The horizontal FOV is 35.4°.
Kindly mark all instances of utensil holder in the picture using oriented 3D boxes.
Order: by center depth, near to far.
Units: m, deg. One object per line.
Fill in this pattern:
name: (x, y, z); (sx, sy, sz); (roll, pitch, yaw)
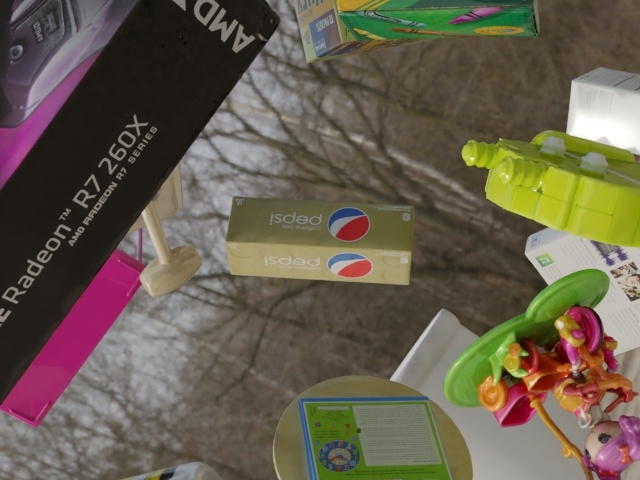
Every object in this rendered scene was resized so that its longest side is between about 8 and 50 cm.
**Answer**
utensil holder: (0.268, 0.357, 1.680); (0.328, 0.385, 0.327); (-53, -6, -8)

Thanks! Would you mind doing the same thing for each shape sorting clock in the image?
shape sorting clock: (0.054, 0.222, 1.021); (0.206, 0.206, 0.040); (-61, -13, -50)

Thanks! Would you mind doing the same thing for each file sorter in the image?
file sorter: (-0.406, 0.068, 1.427); (0.291, 0.202, 0.182); (-52, 21, 14)

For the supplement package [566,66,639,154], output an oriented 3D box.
supplement package: (0.513, -0.211, 1.649); (0.105, 0.179, 0.105); (-27, -53, -44)

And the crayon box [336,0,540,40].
crayon box: (0.110, -0.318, 0.870); (0.081, 0.165, 0.278); (26, -114, -73)

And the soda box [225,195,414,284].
soda box: (0.000, 0.000, 0.987); (0.061, 0.181, 0.058); (87, -173, -55)

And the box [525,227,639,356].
box: (0.496, 0.028, 1.456); (0.322, 0.232, 0.058); (-26, 22, 33)

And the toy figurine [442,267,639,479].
toy figurine: (0.196, 0.136, 0.753); (0.173, 0.130, 0.159); (-57, 46, 35)

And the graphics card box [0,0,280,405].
graphics card box: (-0.215, -0.043, 0.607); (0.371, 0.233, 0.094); (-52, -43, 1)

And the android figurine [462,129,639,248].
android figurine: (0.243, -0.035, 0.774); (0.248, 0.272, 0.056); (-130, 52, -69)

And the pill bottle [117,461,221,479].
pill bottle: (-0.262, 0.369, 1.094); (0.188, 0.334, 0.188); (-15, -90, -84)

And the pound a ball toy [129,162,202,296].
pound a ball toy: (-0.206, -0.120, 1.181); (0.135, 0.208, 0.319); (-27, -41, -28)

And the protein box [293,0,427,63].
protein box: (0.071, -0.349, 1.265); (0.136, 0.199, 0.201); (178, 79, -71)
